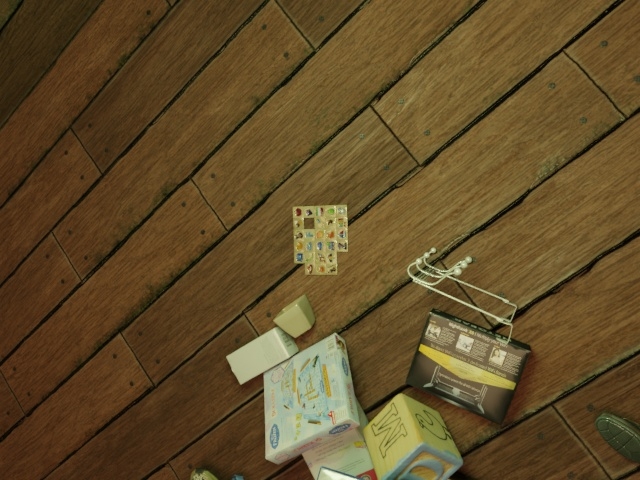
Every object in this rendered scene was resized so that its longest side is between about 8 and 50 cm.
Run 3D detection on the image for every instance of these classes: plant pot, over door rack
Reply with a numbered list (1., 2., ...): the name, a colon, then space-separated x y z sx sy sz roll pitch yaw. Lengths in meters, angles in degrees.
1. plant pot: -0.078 0.264 1.733 0.109 0.109 0.096 -36 92 18
2. over door rack: 0.426 0.131 1.464 0.324 0.239 0.108 35 109 16

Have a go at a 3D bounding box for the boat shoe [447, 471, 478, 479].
1. boat shoe: 0.418 0.763 1.578 0.223 0.080 0.073 16 93 15

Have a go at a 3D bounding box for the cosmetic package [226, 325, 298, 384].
1. cosmetic package: -0.205 0.400 1.795 0.231 0.085 0.117 -32 81 21

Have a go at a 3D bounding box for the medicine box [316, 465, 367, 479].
1. medicine box: 0.125 0.763 1.431 0.263 0.289 0.149 10 62 17

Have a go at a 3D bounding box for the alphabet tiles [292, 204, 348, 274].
1. alphabet tiles: 0.000 0.000 1.739 0.198 0.009 0.237 -1 93 20

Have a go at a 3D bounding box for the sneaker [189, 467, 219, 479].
1. sneaker: -0.446 1.051 1.861 0.158 0.182 0.410 0 92 21

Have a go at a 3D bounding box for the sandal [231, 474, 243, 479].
1. sandal: -0.279 0.977 1.833 0.317 0.138 0.126 57 152 -5

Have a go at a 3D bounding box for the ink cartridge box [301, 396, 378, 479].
1. ink cartridge box: 0.067 0.679 1.679 0.226 0.131 0.306 -30 81 19

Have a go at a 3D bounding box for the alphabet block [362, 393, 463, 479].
1. alphabet block: 0.270 0.618 1.527 0.192 0.197 0.193 34 106 -26

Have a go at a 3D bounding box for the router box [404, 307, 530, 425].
1. router box: 0.442 0.377 1.550 0.308 0.081 0.243 21 100 19

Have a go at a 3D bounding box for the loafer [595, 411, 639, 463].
1. loafer: 0.890 0.565 1.404 0.267 0.084 0.096 38 136 19

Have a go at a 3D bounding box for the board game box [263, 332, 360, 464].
1. board game box: -0.042 0.504 1.642 0.318 0.066 0.319 -32 37 19
